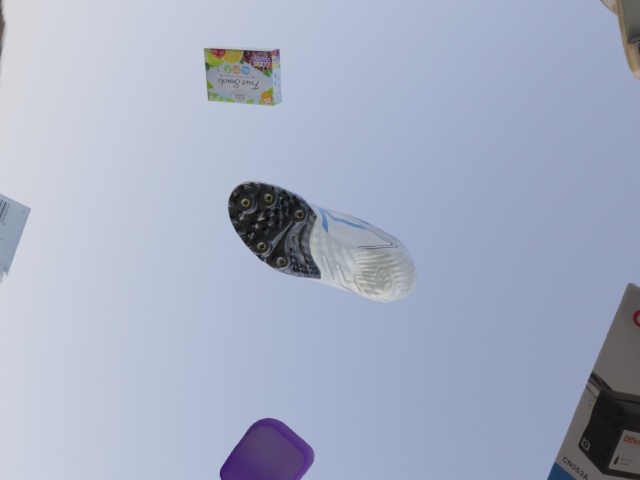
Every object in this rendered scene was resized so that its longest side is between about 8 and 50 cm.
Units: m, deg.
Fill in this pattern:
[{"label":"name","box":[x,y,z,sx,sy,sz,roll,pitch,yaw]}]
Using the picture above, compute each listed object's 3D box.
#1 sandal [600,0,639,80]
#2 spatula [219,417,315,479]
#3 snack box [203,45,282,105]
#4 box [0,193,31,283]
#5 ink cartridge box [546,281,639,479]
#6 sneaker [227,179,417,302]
[{"label":"sandal","box":[0.404,-0.330,0.965,0.079,0.088,0.240,19,-48,61]},{"label":"spatula","box":[-0.129,0.312,0.742,0.084,0.030,0.296,36,-110,28]},{"label":"snack box","box":[-0.143,-0.304,1.315,0.141,0.037,0.100,9,-64,22]},{"label":"box","box":[-0.374,0.000,0.736,0.087,0.101,0.101,-38,-144,32]},{"label":"ink cartridge box","box":[0.403,0.227,0.777,0.223,0.129,0.307,36,-66,53]},{"label":"sneaker","box":[0.000,0.000,0.778,0.085,0.237,0.086,-59,-153,11]}]
